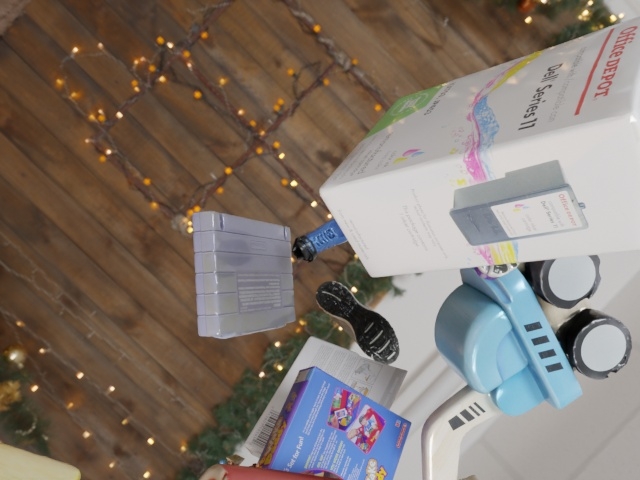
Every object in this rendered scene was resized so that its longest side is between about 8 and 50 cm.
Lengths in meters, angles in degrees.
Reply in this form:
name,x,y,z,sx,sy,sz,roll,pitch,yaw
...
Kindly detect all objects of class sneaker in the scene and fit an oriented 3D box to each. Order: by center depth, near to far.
name,x,y,z,sx,sy,sz,roll,pitch,yaw
sneaker,0.229,0.007,0.805,0.170,0.068,0.071,-65,179,-58
sneaker,0.000,0.001,1.183,0.084,0.058,0.152,-37,-171,-39
sneaker,0.103,0.214,1.548,0.100,0.271,0.108,-44,164,-6

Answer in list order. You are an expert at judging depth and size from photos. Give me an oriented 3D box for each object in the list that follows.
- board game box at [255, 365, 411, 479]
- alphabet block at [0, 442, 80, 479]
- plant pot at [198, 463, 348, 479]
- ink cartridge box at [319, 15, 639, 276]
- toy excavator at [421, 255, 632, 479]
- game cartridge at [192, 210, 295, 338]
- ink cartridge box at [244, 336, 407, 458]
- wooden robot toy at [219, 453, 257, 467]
name,x,y,z,sx,sy,sz,roll,pitch,yaw
board game box,0.002,0.440,1.068,0.078,0.233,0.347,-36,-156,59
alphabet block,-0.316,0.259,0.410,0.192,0.197,0.193,-110,-136,-73
plant pot,-0.068,0.444,0.817,0.275,0.243,0.275,-53,-159,30
ink cartridge box,0.199,-0.085,0.527,0.353,0.119,0.207,-10,-149,41
toy excavator,0.293,0.244,1.037,0.445,0.433,0.222,-30,-166,-2
game cartridge,-0.145,0.072,1.188,0.068,0.230,0.355,-1,176,20
ink cartridge box,0.020,0.379,1.290,0.261,0.066,0.296,15,-126,29
wooden robot toy,-0.160,0.512,1.217,0.173,0.076,0.079,-167,-97,-65
